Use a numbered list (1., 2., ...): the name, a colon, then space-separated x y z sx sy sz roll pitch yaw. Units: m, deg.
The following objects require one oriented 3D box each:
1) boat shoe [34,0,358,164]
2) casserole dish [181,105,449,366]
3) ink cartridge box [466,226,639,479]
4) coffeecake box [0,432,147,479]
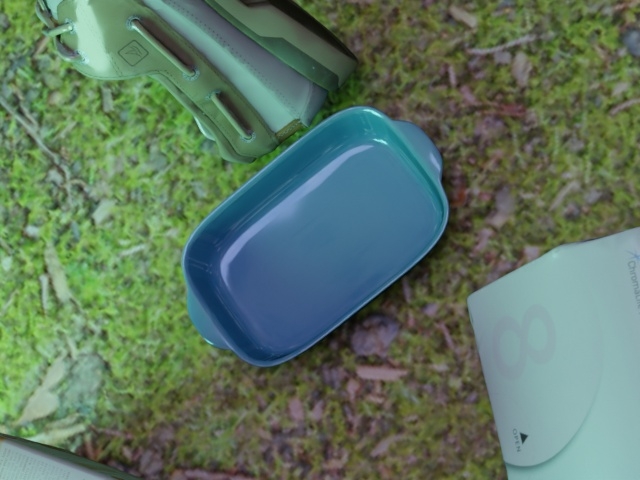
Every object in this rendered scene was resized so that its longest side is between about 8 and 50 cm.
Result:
1. boat shoe: -0.116 -0.143 1.065 0.103 0.302 0.113 -52 30 12
2. casserole dish: 0.000 0.000 1.133 0.188 0.037 0.114 -39 69 7
3. ink cartridge box: 0.182 0.083 0.975 0.232 0.066 0.189 -36 60 56
4. coffeecake box: -0.114 0.176 1.074 0.185 0.142 0.068 17 83 22
